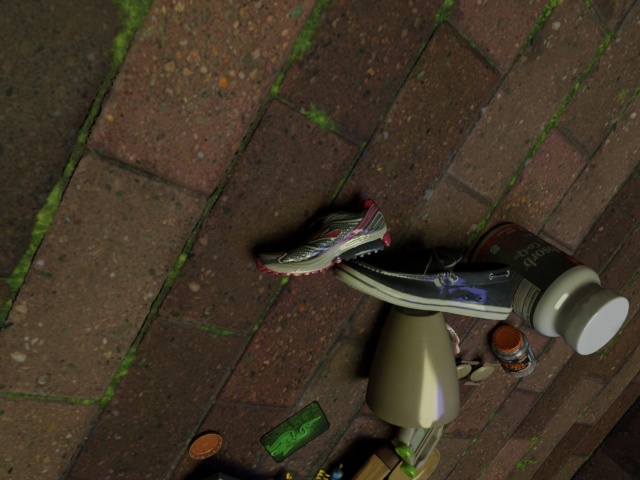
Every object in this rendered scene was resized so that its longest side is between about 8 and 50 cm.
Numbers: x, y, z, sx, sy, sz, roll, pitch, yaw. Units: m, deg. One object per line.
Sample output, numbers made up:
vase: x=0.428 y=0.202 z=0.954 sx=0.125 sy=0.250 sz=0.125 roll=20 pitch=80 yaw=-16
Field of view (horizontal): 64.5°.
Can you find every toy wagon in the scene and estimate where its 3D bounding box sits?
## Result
toy wagon: x=0.324 y=0.573 z=1.607 sx=0.267 sy=0.068 sz=0.344 roll=-45 pitch=135 yaw=-32

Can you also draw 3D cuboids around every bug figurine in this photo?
bug figurine: x=-0.050 y=0.781 z=1.552 sx=0.279 sy=0.072 sz=0.216 roll=6 pitch=115 yaw=-35

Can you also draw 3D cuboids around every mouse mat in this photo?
mouse mat: x=-0.067 y=0.546 z=1.438 sx=0.189 sy=0.007 sz=0.153 roll=-31 pitch=130 yaw=-11

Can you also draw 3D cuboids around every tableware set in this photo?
tableware set: x=0.494 y=0.430 z=1.690 sx=0.194 sy=0.039 sz=0.128 roll=11 pitch=127 yaw=-30

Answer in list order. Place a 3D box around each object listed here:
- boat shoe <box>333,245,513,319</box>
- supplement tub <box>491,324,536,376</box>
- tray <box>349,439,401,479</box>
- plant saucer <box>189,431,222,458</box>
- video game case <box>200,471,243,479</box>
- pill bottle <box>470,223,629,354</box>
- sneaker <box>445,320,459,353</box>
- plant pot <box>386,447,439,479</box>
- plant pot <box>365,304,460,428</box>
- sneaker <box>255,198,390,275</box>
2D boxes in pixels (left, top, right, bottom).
boat shoe: x=0.264 y=0.086 z=1.232 sx=0.500 sy=0.187 sz=0.156 roll=10 pitch=94 yaw=-22
supplement tub: x=0.642 y=0.368 z=1.693 sx=0.117 sy=0.117 sz=0.190 roll=-42 pitch=131 yaw=-2
tray: x=0.090 y=0.831 z=1.619 sx=0.411 sy=0.076 sz=0.203 roll=-52 pitch=158 yaw=6
plant saucer: x=-0.290 y=0.514 z=1.275 sx=0.083 sy=0.013 sz=0.084 roll=-15 pitch=126 yaw=-23
video game case: x=-0.258 y=0.699 z=1.362 sx=0.196 sy=0.026 sz=0.274 roll=-31 pitch=134 yaw=15
pill bottle: x=0.592 y=0.122 z=1.343 sx=0.210 sy=0.363 sz=0.210 roll=-16 pitch=126 yaw=-24
sneaker: x=0.378 y=0.306 z=1.531 sx=0.064 sy=0.061 sz=0.158 roll=-29 pitch=129 yaw=-5
plant pot: x=0.330 y=0.830 z=1.845 sx=0.236 sy=0.032 sz=0.236 roll=-15 pitch=124 yaw=-23
plant pot: x=0.248 y=0.305 z=1.352 sx=0.256 sy=0.256 sz=0.274 roll=-9 pitch=106 yaw=-27
sneaker: x=0.000 y=0.000 z=1.083 sx=0.299 sy=0.121 sz=0.112 roll=-19 pitch=97 yaw=-20
